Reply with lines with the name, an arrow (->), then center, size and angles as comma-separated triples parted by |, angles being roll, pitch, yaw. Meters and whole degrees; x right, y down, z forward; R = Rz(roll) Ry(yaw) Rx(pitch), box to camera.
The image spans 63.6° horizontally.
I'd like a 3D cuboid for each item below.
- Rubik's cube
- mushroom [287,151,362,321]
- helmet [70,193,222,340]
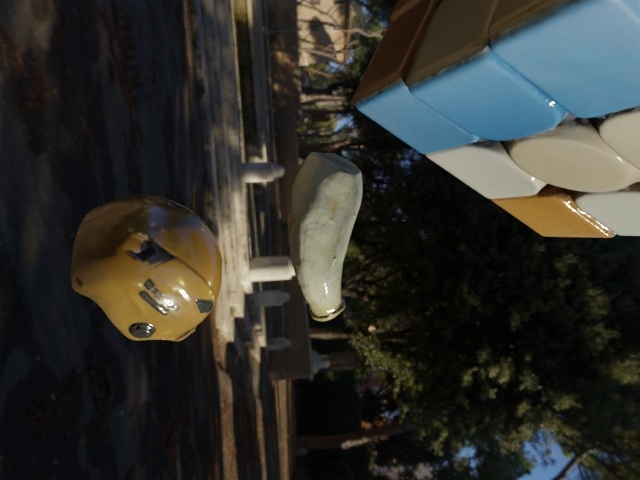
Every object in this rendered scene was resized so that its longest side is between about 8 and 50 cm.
Rubik's cube -> 0.299, -0.222, 0.513 | 0.347, 0.346, 0.344 | -66, -159, -8
mushroom -> 0.000, 0.000, 0.801 | 0.118, 0.103, 0.270 | -6, 106, -53
helmet -> -0.213, 0.027, 0.706 | 0.224, 0.130, 0.199 | 41, 37, -30
